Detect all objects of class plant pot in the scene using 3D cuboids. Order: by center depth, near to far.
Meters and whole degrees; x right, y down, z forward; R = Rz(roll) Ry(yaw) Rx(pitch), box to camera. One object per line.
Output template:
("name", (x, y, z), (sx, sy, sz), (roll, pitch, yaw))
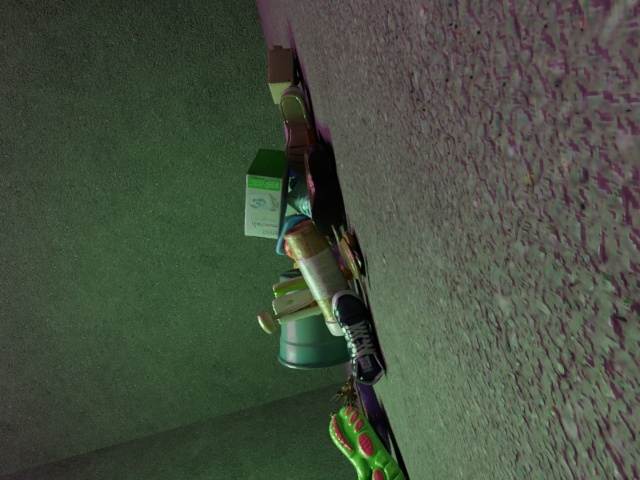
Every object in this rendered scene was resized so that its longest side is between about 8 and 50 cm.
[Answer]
("plant pot", (-0.018, 0.283, 1.729), (0.341, 0.341, 0.334), (-131, 35, -83))

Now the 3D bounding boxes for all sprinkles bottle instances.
("sprinkles bottle", (0.014, 0.113, 1.328), (0.355, 0.121, 0.121), (64, 179, -12))

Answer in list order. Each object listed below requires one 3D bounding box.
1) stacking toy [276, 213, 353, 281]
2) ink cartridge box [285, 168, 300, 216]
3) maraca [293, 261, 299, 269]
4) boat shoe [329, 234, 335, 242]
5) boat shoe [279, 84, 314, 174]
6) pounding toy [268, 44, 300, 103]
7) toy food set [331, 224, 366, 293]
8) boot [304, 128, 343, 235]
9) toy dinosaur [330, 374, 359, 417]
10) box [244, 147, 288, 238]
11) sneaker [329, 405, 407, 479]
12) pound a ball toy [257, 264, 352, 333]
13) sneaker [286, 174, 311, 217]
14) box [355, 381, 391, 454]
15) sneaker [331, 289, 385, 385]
("stacking toy", (0.004, 0.049, 1.480), (0.302, 0.175, 0.166), (40, 123, 33))
("ink cartridge box", (-0.184, -0.290, 2.265), (0.395, 0.270, 0.151), (83, 167, -65))
("maraca", (-0.060, 0.091, 1.909), (0.127, 0.099, 0.186), (101, -173, -54))
("boat shoe", (0.004, -0.001, 1.741), (0.105, 0.113, 0.306), (69, 160, 9))
("boat shoe", (-0.065, -0.365, 1.447), (0.103, 0.113, 0.302), (-80, -10, -46))
("pounding toy", (-0.118, -0.580, 1.489), (0.181, 0.094, 0.206), (74, -166, -77))
("toy food set", (0.089, 0.043, 1.148), (0.192, 0.038, 0.132), (-117, 5, -52))
("boot", (-0.008, -0.178, 1.298), (0.280, 0.096, 0.264), (-105, -3, -66))
("toy dinosaur", (0.123, 0.717, 1.753), (0.296, 0.127, 0.200), (-116, 17, -44))
("box", (-0.180, -0.171, 1.540), (0.262, 0.126, 0.231), (-85, 2, -59))
("sneaker", (0.196, 0.767, 1.428), (0.202, 0.185, 0.483), (47, -171, -37))
("pound a ball toy", (-0.041, 0.220, 1.479), (0.208, 0.319, 0.136), (-105, -2, -69))
("sneaker", (-0.036, -0.122, 1.478), (0.366, 0.150, 0.135), (-109, 4, -61))
("box", (0.204, 0.687, 1.750), (0.293, 0.057, 0.201), (-113, 8, -68))
("sneaker", (0.109, 0.281, 1.222), (0.153, 0.099, 0.282), (-106, -2, -61))
